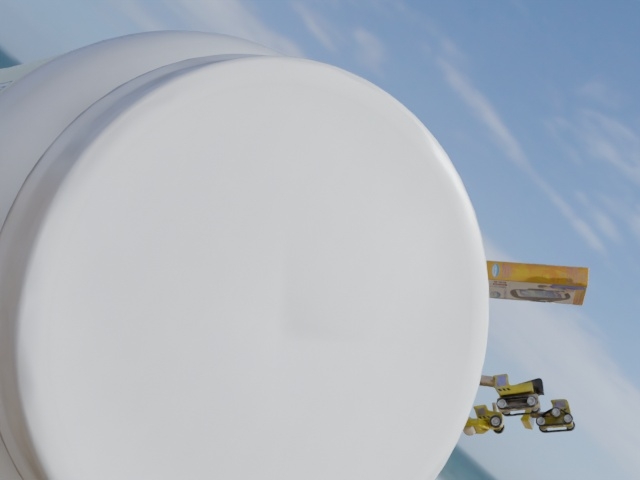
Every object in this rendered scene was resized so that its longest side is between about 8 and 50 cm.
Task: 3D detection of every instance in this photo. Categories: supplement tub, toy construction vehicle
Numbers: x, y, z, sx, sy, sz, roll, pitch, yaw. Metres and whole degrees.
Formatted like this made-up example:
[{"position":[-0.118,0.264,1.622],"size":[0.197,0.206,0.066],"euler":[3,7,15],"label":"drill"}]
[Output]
[{"position":[-0.098,0.022,0.519],"size":[0.235,0.235,0.325],"euler":[43,-18,-27],"label":"supplement tub"},{"position":[0.164,0.141,0.904],"size":[0.086,0.098,0.035],"euler":[51,35,-57],"label":"toy construction vehicle"}]

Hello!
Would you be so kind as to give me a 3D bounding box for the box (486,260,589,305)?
[{"position":[0.253,0.051,1.271],"size":[0.136,0.028,0.081],"euler":[2,-19,11],"label":"box"}]
